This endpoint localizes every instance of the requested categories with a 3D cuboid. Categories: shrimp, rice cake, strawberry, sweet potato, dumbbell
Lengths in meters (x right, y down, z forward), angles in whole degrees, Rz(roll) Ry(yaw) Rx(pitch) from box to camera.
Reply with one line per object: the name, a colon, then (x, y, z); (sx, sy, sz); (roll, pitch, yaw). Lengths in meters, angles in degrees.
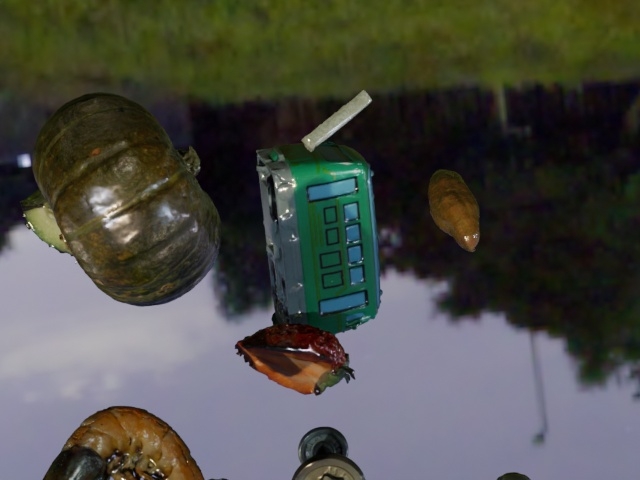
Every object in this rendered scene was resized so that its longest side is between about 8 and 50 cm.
shrimp: (-0.272, 0.353, 1.954); (0.290, 0.222, 0.054); (-47, 173, -40)
rice cake: (0.023, -0.163, 1.999); (0.121, 0.022, 0.021); (-41, 180, -23)
strawberry: (-0.033, 0.190, 2.452); (0.192, 0.140, 0.085); (-3, -132, 27)
sweet potato: (0.150, -0.050, 1.708); (0.054, 0.053, 0.182); (6, -154, -8)
dumbbell: (0.008, 0.333, 2.180); (0.110, 0.110, 0.254); (-7, -165, -1)

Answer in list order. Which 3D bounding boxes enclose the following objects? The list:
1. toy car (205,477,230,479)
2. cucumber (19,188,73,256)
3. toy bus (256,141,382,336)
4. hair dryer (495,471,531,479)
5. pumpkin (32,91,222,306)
toy car: (-0.129, 0.400, 1.390); (0.240, 0.271, 0.341); (-33, 175, 5)
cucumber: (-0.392, -0.067, 2.559); (0.145, 0.105, 0.325); (0, -159, 17)
toy bus: (0.000, 0.000, 2.568); (0.199, 0.343, 0.183); (-9, -160, -11)
hair dryer: (0.163, 0.389, 1.782); (0.267, 0.092, 0.229); (-8, -144, -8)
pumpkin: (-0.186, -0.042, 1.434); (0.157, 0.223, 0.224); (-32, -170, -7)
